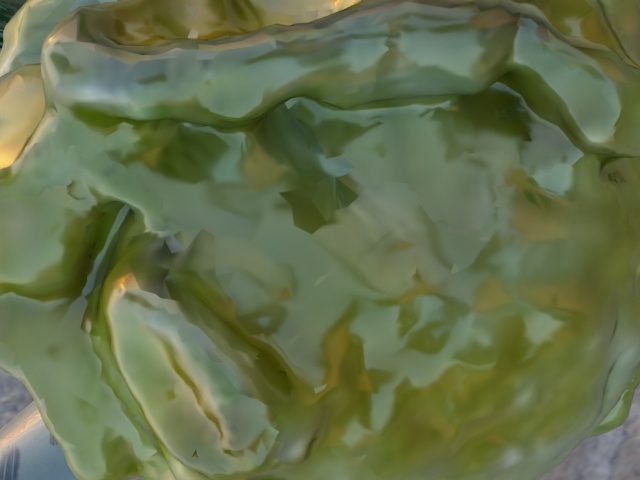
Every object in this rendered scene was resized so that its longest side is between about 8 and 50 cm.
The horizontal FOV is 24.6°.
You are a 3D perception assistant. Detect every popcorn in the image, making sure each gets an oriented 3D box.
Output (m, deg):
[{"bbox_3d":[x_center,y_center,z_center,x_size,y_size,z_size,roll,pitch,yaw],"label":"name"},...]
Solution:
[{"bbox_3d":[-0.001,-0.016,0.616,0.312,0.312,0.312,2,95,28],"label":"popcorn"}]

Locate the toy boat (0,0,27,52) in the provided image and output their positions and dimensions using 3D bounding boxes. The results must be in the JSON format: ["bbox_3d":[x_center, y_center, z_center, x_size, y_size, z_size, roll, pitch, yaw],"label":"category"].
[{"bbox_3d":[-0.204,-0.149,1.000,0.210,0.104,0.052,17,120,-16],"label":"toy boat"}]

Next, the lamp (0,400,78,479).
[{"bbox_3d":[-0.156,0.149,1.139,0.215,0.121,0.121,-28,78,-9],"label":"lamp"}]
